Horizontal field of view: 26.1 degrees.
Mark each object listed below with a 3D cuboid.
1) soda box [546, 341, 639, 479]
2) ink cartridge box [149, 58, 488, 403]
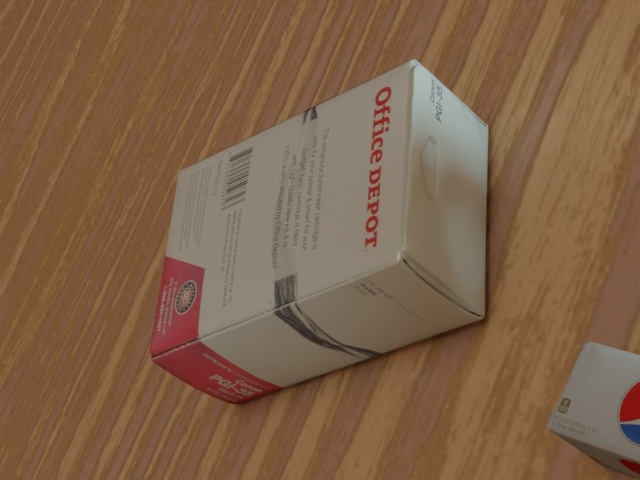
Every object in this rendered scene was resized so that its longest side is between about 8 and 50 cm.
[{"bbox_3d":[0.251,0.127,0.861,0.216,0.074,0.069,13,73,50],"label":"soda box"},{"bbox_3d":[0.000,0.000,1.186,0.283,0.117,0.207,-22,48,35],"label":"ink cartridge box"}]
